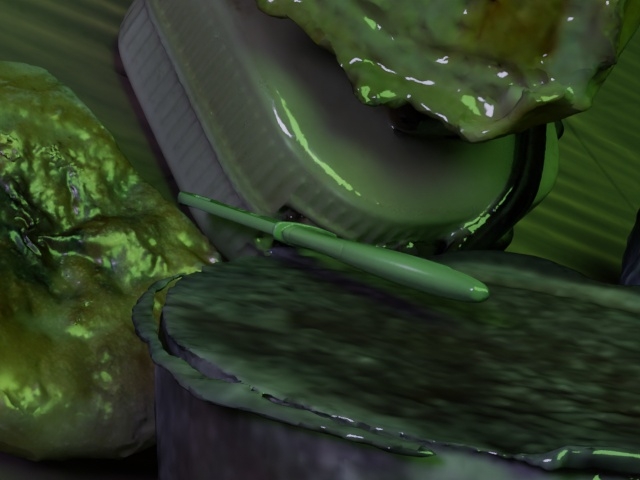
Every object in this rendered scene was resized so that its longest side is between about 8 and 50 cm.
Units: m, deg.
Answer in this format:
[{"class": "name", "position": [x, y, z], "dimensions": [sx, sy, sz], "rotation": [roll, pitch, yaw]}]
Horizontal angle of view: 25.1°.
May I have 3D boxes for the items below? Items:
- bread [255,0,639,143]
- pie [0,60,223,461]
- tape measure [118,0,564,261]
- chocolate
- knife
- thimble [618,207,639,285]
[{"class": "bread", "position": [0.083, -0.201, 0.723], "dimensions": [0.252, 0.196, 0.239], "rotation": [-45, 134, -57]}, {"class": "pie", "position": [-0.141, 0.011, 0.661], "dimensions": [0.218, 0.052, 0.185], "rotation": [47, 43, 2]}, {"class": "tape measure", "position": [0.048, -0.080, 0.817], "dimensions": [0.271, 0.133, 0.231], "rotation": [-11, 66, -44]}, {"class": "chocolate", "position": [0.064, 0.133, 0.594], "dimensions": [0.303, 0.213, 0.303], "rotation": [6, 13, -1]}, {"class": "knife", "position": [0.000, 0.000, 0.653], "dimensions": [0.030, 0.207, 0.014], "rotation": [9, 97, -45]}, {"class": "thimble", "position": [0.284, 0.053, 0.837], "dimensions": [0.236, 0.205, 0.172], "rotation": [40, 42, -10]}]
